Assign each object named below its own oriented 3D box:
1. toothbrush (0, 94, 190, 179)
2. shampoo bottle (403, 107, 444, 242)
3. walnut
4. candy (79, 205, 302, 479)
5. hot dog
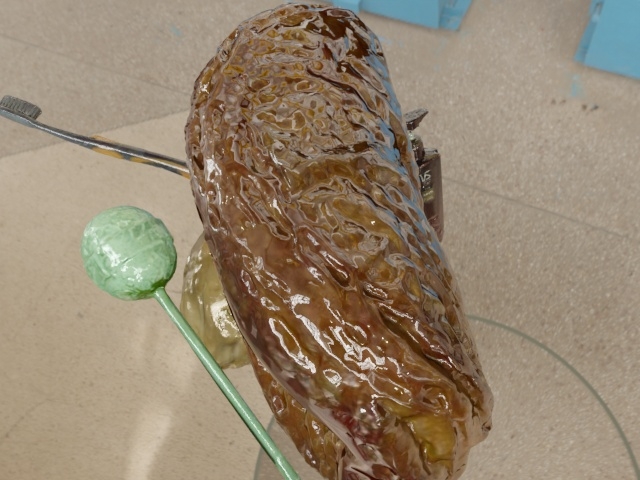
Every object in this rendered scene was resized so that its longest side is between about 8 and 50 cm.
[{"bbox_3d":[-0.247,-0.113,0.768,0.320,0.023,0.031,21,70,1],"label":"toothbrush"},{"bbox_3d":[0.160,-0.095,1.005,0.067,0.237,0.068,20,52,38],"label":"shampoo bottle"},{"bbox_3d":[-0.113,0.071,0.942,0.198,0.198,0.245,6,85,13],"label":"walnut"},{"bbox_3d":[-0.156,0.140,0.812,0.119,0.119,0.440,-37,86,-6],"label":"candy"},{"bbox_3d":[0.000,0.000,0.474,0.174,0.267,0.388,-10,54,0],"label":"hot dog"}]
